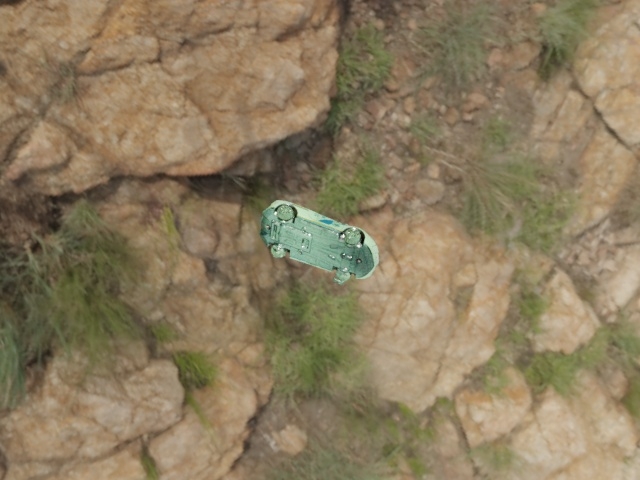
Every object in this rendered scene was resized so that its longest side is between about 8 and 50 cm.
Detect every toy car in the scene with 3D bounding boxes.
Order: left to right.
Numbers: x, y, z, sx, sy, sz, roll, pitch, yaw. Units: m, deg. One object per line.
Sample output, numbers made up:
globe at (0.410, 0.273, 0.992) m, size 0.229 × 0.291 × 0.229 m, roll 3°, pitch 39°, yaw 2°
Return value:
toy car at (0.000, 0.000, 1.233) m, size 0.058 × 0.186 × 0.093 m, roll -58°, pitch 164°, yaw -50°
